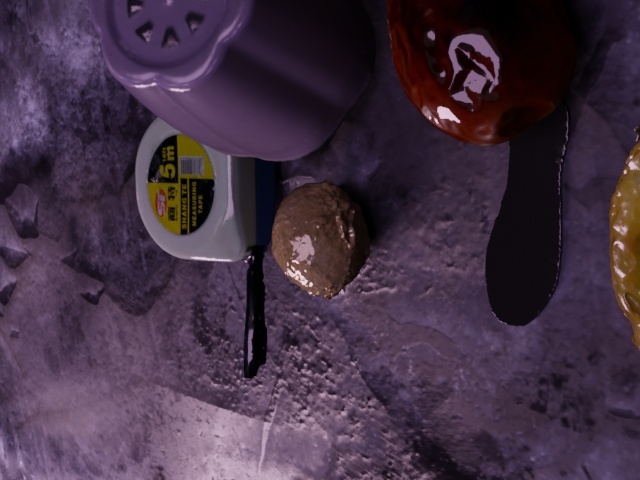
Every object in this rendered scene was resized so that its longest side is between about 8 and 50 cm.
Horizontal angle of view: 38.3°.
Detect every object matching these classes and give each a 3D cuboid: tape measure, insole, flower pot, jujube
[{"bbox_3d":[-0.140,-0.009,1.200,0.215,0.097,0.352,3,95,40],"label":"tape measure"},{"bbox_3d":[0.215,-0.029,0.948,0.086,0.005,0.253,18,112,37],"label":"insole"},{"bbox_3d":[-0.103,-0.219,0.976,0.265,0.243,0.265,0,91,22],"label":"flower pot"},{"bbox_3d":[0.138,-0.207,0.876,0.168,0.168,0.236,-39,71,40],"label":"jujube"}]

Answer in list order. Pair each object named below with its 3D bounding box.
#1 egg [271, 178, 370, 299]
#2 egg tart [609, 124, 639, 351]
[{"bbox_3d":[0.000,0.000,1.082,0.116,0.118,0.140,-7,86,0],"label":"egg"},{"bbox_3d":[0.368,0.026,0.699,0.345,0.132,0.345,44,148,37],"label":"egg tart"}]
